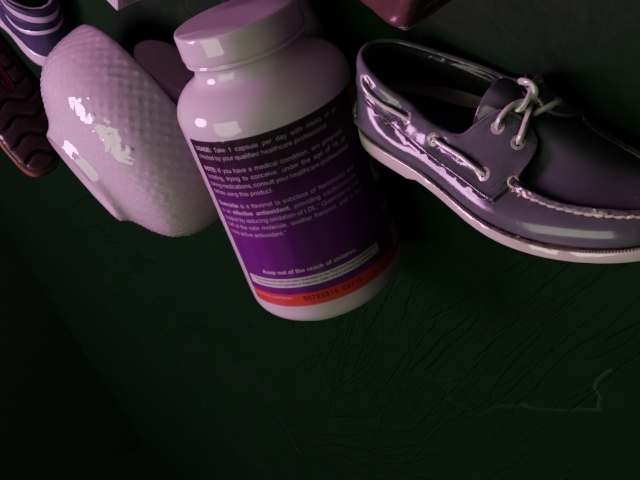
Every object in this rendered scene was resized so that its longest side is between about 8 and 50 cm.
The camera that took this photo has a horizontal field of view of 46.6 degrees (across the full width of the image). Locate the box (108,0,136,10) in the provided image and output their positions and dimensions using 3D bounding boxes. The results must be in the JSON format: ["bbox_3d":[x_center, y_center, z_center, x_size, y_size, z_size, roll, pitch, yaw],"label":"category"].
[{"bbox_3d":[-0.338,-0.432,0.959,0.324,0.063,0.067,45,153,13],"label":"box"}]

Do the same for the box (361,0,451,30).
[{"bbox_3d":[0.065,-0.273,0.426,0.168,0.167,0.203,43,151,16],"label":"box"}]

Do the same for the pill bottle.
[{"bbox_3d":[-0.034,-0.085,0.784,0.181,0.181,0.323,19,138,46],"label":"pill bottle"}]

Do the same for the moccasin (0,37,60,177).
[{"bbox_3d":[-0.664,-0.293,1.534,0.380,0.139,0.147,52,153,1],"label":"moccasin"}]

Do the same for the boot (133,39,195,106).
[{"bbox_3d":[-0.183,-0.188,1.005,0.190,0.069,0.086,41,145,18],"label":"boot"}]

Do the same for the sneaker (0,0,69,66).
[{"bbox_3d":[-0.519,-0.416,1.210,0.282,0.099,0.153,39,155,10],"label":"sneaker"}]

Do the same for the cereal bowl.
[{"bbox_3d":[-0.287,-0.131,1.079,0.339,0.141,0.339,44,165,15],"label":"cereal bowl"}]

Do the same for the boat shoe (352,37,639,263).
[{"bbox_3d":[0.141,-0.083,0.595,0.319,0.116,0.099,33,151,41],"label":"boat shoe"}]
